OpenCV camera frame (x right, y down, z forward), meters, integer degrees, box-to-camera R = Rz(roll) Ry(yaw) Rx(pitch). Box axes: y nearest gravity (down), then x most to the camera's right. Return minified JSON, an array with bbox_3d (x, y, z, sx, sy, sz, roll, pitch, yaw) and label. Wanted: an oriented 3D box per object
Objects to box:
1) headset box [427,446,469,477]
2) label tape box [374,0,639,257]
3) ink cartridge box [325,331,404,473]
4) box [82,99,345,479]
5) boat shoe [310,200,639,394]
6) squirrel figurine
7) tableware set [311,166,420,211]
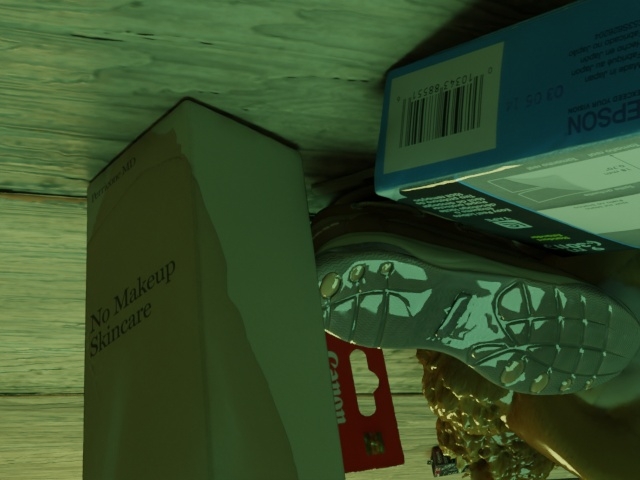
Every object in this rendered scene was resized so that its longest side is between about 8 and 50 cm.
[{"bbox_3d":[0.210,0.347,1.527,0.083,0.032,0.062,-9,149,-1],"label":"headset box"},{"bbox_3d":[0.245,-0.057,0.718,0.334,0.106,0.240,16,164,-36],"label":"label tape box"},{"bbox_3d":[-0.045,0.146,0.964,0.232,0.189,0.066,-9,154,-2],"label":"ink cartridge box"},{"bbox_3d":[-0.084,0.071,0.701,0.121,0.311,0.148,23,135,-39],"label":"box"},{"bbox_3d":[0.134,0.038,0.823,0.324,0.116,0.123,20,121,-23],"label":"boat shoe"},{"bbox_3d":[0.312,0.148,1.070,0.397,0.281,0.370,-10,163,28],"label":"squirrel figurine"},{"bbox_3d":[0.000,0.000,0.878,0.194,0.039,0.128,-17,149,11],"label":"tableware set"}]
